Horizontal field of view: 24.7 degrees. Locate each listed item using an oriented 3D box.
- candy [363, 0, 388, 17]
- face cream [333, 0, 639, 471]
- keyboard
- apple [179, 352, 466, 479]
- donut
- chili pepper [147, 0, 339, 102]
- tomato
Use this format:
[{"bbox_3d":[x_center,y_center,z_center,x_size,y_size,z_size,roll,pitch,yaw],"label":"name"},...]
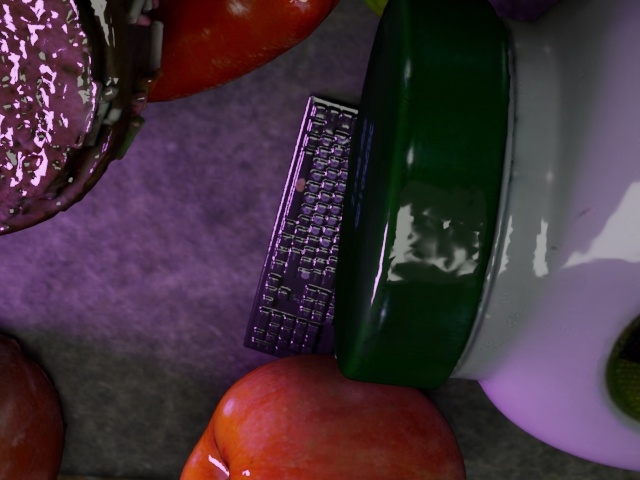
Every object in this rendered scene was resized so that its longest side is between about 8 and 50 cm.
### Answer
[{"bbox_3d":[0.067,-0.203,0.766,0.097,0.096,0.209,18,130,-3],"label":"candy"},{"bbox_3d":[0.197,-0.008,0.780,0.357,0.219,0.312,8,132,-5],"label":"face cream"},{"bbox_3d":[0.000,0.000,0.941,0.064,0.010,0.198,16,122,0],"label":"keyboard"},{"bbox_3d":[-0.009,0.174,0.939,0.164,0.209,0.209,15,124,-25],"label":"apple"},{"bbox_3d":[-0.210,-0.128,0.812,0.270,0.103,0.269,10,118,19],"label":"donut"},{"bbox_3d":[-0.054,-0.128,0.824,0.272,0.063,0.071,-24,111,41],"label":"chili pepper"},{"bbox_3d":[-0.292,0.160,0.997,0.214,0.155,0.180,-5,124,9],"label":"tomato"}]
